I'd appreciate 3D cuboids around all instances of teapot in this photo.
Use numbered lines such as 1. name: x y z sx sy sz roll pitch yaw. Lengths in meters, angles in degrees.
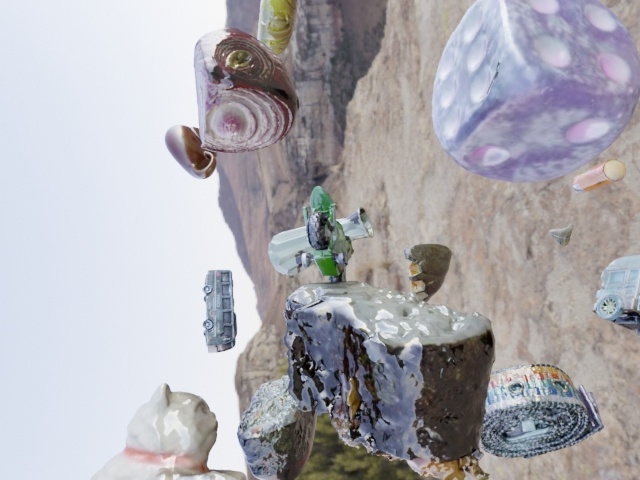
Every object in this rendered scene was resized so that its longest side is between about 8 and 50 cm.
1. teapot: -0.355 -0.261 1.463 0.178 0.135 0.252 45 -177 -45

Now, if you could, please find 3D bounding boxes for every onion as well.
1. onion: -0.154 -0.312 1.039 0.216 0.207 0.205 123 142 -53

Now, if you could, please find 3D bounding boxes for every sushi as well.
1. sushi: 0.063 0.168 0.697 0.349 0.235 0.207 18 108 62
2. sushi: -0.083 0.369 1.018 0.225 0.137 0.126 -72 -39 -69

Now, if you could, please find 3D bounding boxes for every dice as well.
1. dice: 0.382 -0.284 0.939 0.270 0.272 0.269 121 155 -60

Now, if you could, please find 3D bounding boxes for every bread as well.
1. bread: -0.121 -0.633 1.427 0.213 0.105 0.213 -176 90 -80

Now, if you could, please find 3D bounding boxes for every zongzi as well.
1. zongzi: 0.770 -0.034 1.619 0.076 0.040 0.083 -118 21 -52

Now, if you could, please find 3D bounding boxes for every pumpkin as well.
1. pumpkin: 0.351 0.113 1.570 0.254 0.149 0.130 59 -161 -57

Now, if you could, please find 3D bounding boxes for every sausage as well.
1. sausage: 0.870 -0.197 1.608 0.234 0.071 0.071 91 174 -84

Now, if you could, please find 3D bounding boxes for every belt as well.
1. belt: 0.521 0.417 1.276 0.206 0.295 0.160 52 -155 -21

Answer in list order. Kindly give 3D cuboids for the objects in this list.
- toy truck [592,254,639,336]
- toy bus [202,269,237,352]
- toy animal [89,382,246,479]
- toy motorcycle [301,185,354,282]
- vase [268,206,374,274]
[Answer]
1. toy truck: 0.535 0.064 0.724 0.257 0.108 0.140 -23 45 67
2. toy bus: -0.198 0.135 0.990 0.047 0.065 0.165 104 161 -55
3. toy animal: -0.264 0.363 0.824 0.188 0.267 0.307 63 172 18
4. toy motorcycle: 0.017 0.006 0.832 0.190 0.074 0.106 67 -155 -49
5. vase: 0.000 0.000 1.764 0.165 0.361 0.165 53 -156 -36
